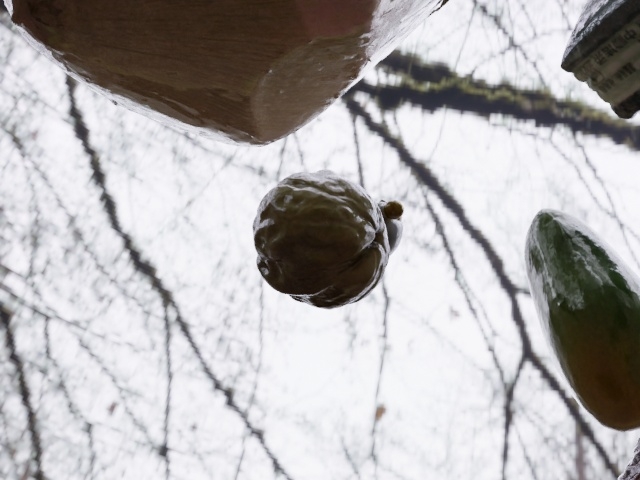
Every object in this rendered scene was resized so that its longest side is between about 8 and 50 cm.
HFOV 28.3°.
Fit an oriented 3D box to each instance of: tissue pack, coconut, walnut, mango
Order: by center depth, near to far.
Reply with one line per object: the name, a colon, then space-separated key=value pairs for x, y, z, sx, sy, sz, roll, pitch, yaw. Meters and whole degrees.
coconut: x=-0.046 y=-0.150 z=0.550 sx=0.224 sy=0.234 sz=0.224 roll=24 pitch=-52 yaw=36
walnut: x=0.000 y=0.000 z=0.758 sx=0.092 sy=0.092 sz=0.092 roll=5 pitch=-53 yaw=7
tissue pack: x=0.288 y=-0.216 z=0.865 sx=0.081 sy=0.185 sz=0.257 roll=39 pitch=-36 yaw=-6
mango: x=0.269 y=0.077 z=1.268 sx=0.114 sy=0.251 sz=0.156 roll=-29 pitch=-43 yaw=0

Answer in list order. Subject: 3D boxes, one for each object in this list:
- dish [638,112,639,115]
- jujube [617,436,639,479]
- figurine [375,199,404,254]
dish: x=0.387 y=-0.225 z=1.264 sx=0.117 sy=0.256 sz=0.256 roll=28 pitch=-54 yaw=-18
jujube: x=0.206 y=0.172 z=0.703 sx=0.109 sy=0.176 sz=0.112 roll=19 pitch=-30 yaw=7
figurine: x=0.037 y=-0.009 z=1.259 sx=0.101 sy=0.143 sz=0.068 roll=-16 pitch=-94 yaw=3
